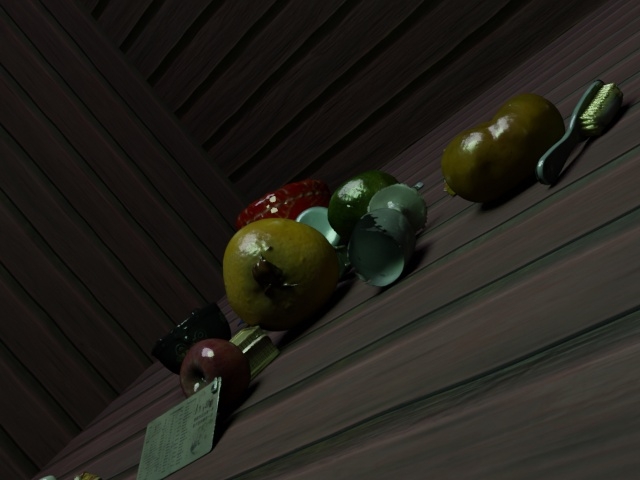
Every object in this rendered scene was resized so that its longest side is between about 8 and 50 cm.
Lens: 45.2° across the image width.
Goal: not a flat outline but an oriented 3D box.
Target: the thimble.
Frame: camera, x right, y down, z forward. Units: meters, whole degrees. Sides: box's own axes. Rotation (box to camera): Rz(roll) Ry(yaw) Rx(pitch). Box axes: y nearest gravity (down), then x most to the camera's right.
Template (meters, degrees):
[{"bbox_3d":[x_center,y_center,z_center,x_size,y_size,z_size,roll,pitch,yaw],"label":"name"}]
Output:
[{"bbox_3d":[-0.093,-0.032,2.460,0.350,0.230,0.350,-23,-8,-4],"label":"thimble"}]

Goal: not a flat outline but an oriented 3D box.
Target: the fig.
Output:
[{"bbox_3d":[0.154,-0.061,1.941,0.203,0.235,0.203,-30,-42,-31],"label":"fig"}]

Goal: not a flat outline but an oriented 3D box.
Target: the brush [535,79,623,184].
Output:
[{"bbox_3d":[0.459,-0.191,1.324,0.060,0.068,0.297,0,39,47],"label":"brush"}]

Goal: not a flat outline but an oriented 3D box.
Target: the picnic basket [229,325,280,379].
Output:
[{"bbox_3d":[-0.171,0.260,1.739,0.115,0.079,0.164,-41,6,-19],"label":"picnic basket"}]

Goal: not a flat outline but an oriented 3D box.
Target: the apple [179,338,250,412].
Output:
[{"bbox_3d":[-0.214,0.275,1.580,0.153,0.153,0.120,-36,-24,33],"label":"apple"}]

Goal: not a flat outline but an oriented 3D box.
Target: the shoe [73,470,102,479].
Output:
[{"bbox_3d":[-0.569,0.592,1.810,0.069,0.072,0.109,19,55,37],"label":"shoe"}]

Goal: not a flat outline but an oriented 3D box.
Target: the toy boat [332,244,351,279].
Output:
[{"bbox_3d":[0.016,0.070,1.983,0.055,0.093,0.293,-23,-6,-27],"label":"toy boat"}]

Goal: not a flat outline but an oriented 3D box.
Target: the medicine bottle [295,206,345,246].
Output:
[{"bbox_3d":[0.000,0.000,2.134,0.139,0.139,0.225,-40,-13,-6],"label":"medicine bottle"}]

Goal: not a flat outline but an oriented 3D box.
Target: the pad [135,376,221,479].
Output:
[{"bbox_3d":[-0.282,0.380,1.495,0.265,0.009,0.159,-36,35,34],"label":"pad"}]

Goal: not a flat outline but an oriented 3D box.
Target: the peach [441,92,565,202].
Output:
[{"bbox_3d":[0.346,-0.177,1.466,0.251,0.153,0.251,-36,12,9],"label":"peach"}]

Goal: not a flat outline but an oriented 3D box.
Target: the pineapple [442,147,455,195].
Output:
[{"bbox_3d":[0.328,-0.171,1.828,0.114,0.114,0.077,-47,27,-26],"label":"pineapple"}]

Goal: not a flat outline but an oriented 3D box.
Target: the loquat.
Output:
[{"bbox_3d":[-0.099,0.075,1.775,0.275,0.275,0.275,-39,5,4],"label":"loquat"}]

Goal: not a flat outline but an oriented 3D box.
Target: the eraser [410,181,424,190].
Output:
[{"bbox_3d":[0.280,-0.154,2.381,0.099,0.019,0.027,-35,7,47],"label":"eraser"}]

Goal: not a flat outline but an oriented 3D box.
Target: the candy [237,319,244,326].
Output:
[{"bbox_3d":[-0.139,0.161,2.385,0.331,0.077,0.187,-37,13,48],"label":"candy"}]

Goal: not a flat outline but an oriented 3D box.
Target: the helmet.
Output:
[{"bbox_3d":[-0.349,0.301,2.200,0.230,0.160,0.279,-40,-9,-4],"label":"helmet"}]

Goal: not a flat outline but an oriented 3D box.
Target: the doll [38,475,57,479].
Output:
[{"bbox_3d":[-0.554,0.551,1.551,0.242,0.159,0.311,-43,3,-22],"label":"doll"}]

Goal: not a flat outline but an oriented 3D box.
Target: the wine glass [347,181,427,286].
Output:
[{"bbox_3d":[0.142,-0.015,1.602,0.143,0.143,0.321,-38,7,21],"label":"wine glass"}]
